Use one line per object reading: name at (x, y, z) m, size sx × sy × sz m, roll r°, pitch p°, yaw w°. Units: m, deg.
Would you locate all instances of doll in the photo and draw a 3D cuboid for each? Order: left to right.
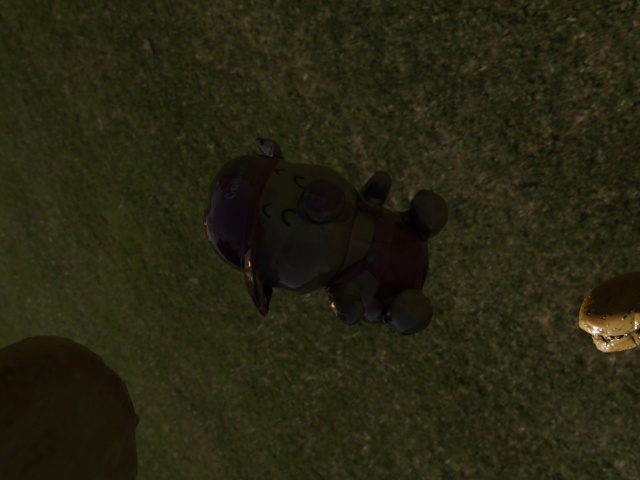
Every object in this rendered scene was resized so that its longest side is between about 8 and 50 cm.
doll at (0.001, -0.003, 0.768) m, size 0.256 × 0.196 × 0.152 m, roll 21°, pitch 123°, yaw -11°

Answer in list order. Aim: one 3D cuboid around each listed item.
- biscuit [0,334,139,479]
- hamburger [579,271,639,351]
biscuit at (-0.376, 0.339, 0.883) m, size 0.104 × 0.446 × 0.429 m, roll 7°, pitch 112°, yaw 28°
hamburger at (0.497, 0.113, 1.183) m, size 0.147 × 0.138 × 0.083 m, roll -22°, pitch 107°, yaw 41°
